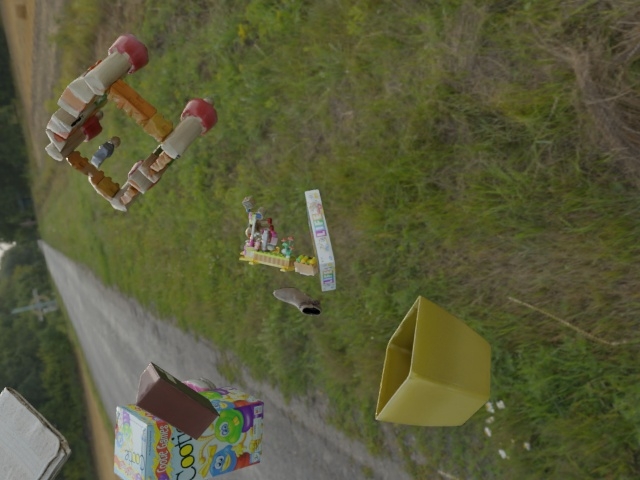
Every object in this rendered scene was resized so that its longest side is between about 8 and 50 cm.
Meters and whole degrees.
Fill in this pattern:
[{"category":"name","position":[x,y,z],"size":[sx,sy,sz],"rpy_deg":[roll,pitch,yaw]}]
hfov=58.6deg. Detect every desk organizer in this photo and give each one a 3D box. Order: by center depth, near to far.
[{"category":"desk organizer","position":[-0.213,0.237,0.836],"size":[0.130,0.050,0.047],"rpy_deg":[48,169,-37]}]

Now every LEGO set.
[{"category":"LEGO set","position":[-0.108,0.000,1.296],"size":[0.287,0.132,0.107],"rpy_deg":[18,103,60]}]

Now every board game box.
[{"category":"board game box","position":[0.000,0.000,1.031],"size":[0.103,0.026,0.154],"rpy_deg":[86,174,-58]},{"category":"board game box","position":[-0.274,0.415,1.214],"size":[0.144,0.275,0.142],"rpy_deg":[5,93,47]}]

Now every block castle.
[{"category":"block castle","position":[-0.494,-0.296,1.483],"size":[0.303,0.212,0.453],"rpy_deg":[41,142,-18]}]

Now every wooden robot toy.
[{"category":"wooden robot toy","position":[-0.188,-0.040,1.676],"size":[0.076,0.079,0.173],"rpy_deg":[1,125,21]}]

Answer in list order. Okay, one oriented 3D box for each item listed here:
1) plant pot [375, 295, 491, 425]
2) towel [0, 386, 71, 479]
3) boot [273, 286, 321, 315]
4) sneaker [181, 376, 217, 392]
[{"category":"plant pot","position":[0.255,0.286,1.249],"size":[0.212,0.187,0.212],"rpy_deg":[111,178,-46]},{"category":"towel","position":[-0.745,0.509,1.393],"size":[0.282,0.187,0.049],"rpy_deg":[26,168,27]},{"category":"boot","position":[-0.054,0.156,1.440],"size":[0.087,0.119,0.042],"rpy_deg":[-127,49,-63]},{"category":"sneaker","position":[-0.339,0.428,1.597],"size":[0.252,0.111,0.103],"rpy_deg":[-33,78,58]}]
